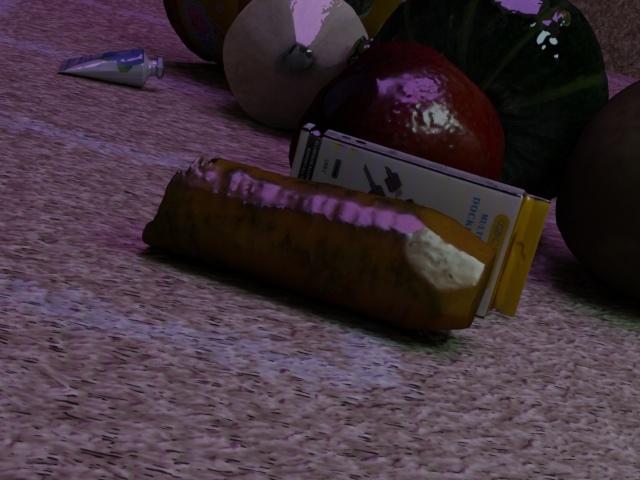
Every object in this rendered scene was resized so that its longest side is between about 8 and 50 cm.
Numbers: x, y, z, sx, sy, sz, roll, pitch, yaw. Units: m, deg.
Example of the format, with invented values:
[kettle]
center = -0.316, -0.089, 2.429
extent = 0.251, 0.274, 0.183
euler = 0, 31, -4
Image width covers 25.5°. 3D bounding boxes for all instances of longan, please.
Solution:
[longan]
center = 0.410, -0.051, 1.540
extent = 0.288, 0.288, 0.350
euler = 23, 9, 25

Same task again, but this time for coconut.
[coconut]
center = -0.030, -0.253, 1.940
extent = 0.202, 0.202, 0.222
euler = 15, 12, -1

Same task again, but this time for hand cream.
[hand cream]
center = -0.286, -0.240, 1.943
extent = 0.142, 0.053, 0.084
euler = 3, 17, -6

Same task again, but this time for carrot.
[carrot]
center = 0.000, 0.000, 1.250
extent = 0.302, 0.114, 0.114
euler = 17, 15, 9

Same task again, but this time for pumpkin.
[pumpkin]
center = 0.198, -0.175, 1.680
extent = 0.300, 0.300, 0.207
euler = 22, 26, 22

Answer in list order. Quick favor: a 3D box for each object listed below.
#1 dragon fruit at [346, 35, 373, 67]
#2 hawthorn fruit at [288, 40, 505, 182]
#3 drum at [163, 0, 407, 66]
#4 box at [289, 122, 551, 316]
[dragon fruit]
center = 0.164, -0.193, 1.895
extent = 0.200, 0.269, 0.198
euler = -47, 15, -32
[hawthorn fruit]
center = 0.110, -0.090, 1.514
extent = 0.266, 0.210, 0.230
euler = 27, 8, -9
[drum]
center = -0.036, -0.439, 2.200
extent = 0.214, 0.431, 0.431
euler = 26, 19, 32
[box]
center = 0.083, -0.017, 1.347
extent = 0.247, 0.129, 0.033
euler = 17, 16, 9
